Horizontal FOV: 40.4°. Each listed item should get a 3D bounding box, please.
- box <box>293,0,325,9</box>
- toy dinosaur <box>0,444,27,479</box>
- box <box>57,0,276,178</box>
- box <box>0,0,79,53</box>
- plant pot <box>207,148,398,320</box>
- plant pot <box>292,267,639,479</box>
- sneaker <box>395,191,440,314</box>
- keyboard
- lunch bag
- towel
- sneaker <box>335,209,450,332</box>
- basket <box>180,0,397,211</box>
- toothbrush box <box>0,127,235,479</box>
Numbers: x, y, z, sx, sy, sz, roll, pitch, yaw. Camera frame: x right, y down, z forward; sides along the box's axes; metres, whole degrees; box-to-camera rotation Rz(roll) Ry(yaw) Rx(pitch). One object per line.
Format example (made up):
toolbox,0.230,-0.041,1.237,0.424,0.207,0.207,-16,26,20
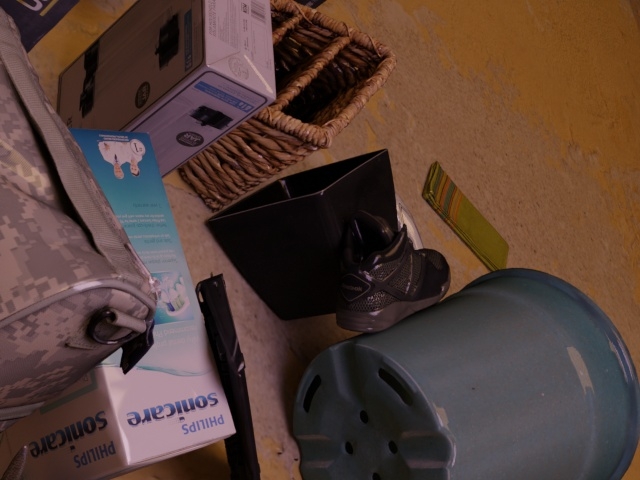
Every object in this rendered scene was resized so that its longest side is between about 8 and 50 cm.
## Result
box,-0.051,-0.530,1.411,0.270,0.165,0.143,42,42,-24
toy dinosaur,-0.234,0.247,0.699,0.160,0.313,0.121,11,29,-20
box,-0.178,-0.167,0.943,0.087,0.290,0.169,19,56,-40
box,-0.372,-0.242,0.676,0.318,0.395,0.097,33,45,-32
plant pot,0.000,0.000,1.150,0.188,0.187,0.167,-38,111,-52
plant pot,0.169,0.223,1.100,0.334,0.341,0.341,-8,74,-43
sneaker,0.131,0.019,1.359,0.086,0.085,0.237,-21,88,-60
keyboard,-0.093,0.163,0.891,0.033,0.317,0.201,-10,40,-10
lunch bag,-0.279,-0.005,0.626,0.305,0.256,0.212,59,14,19
towel,0.275,-0.038,1.609,0.237,0.021,0.102,45,41,-22
sneaker,0.097,0.020,1.067,0.227,0.087,0.130,-20,115,-51
basket,-0.070,-0.222,1.156,0.213,0.223,0.299,53,39,-12
toothbrush box,-0.226,0.074,0.801,0.126,0.216,0.295,-5,73,-50
